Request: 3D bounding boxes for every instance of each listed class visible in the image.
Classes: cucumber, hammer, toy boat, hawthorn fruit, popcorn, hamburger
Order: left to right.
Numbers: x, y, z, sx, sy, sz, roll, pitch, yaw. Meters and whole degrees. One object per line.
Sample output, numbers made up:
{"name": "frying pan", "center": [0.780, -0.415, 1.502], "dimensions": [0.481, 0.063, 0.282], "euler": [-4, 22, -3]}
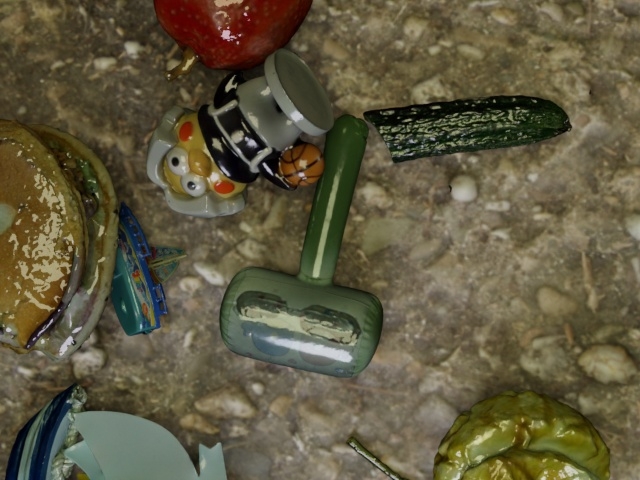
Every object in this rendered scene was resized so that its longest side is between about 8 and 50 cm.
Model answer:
{"name": "hamburger", "center": [-0.395, -0.017, 1.650], "dimensions": [0.318, 0.195, 0.276], "euler": [34, 95, 16]}
{"name": "toy boat", "center": [-0.259, 0.288, 1.690], "dimensions": [0.291, 0.067, 0.220], "euler": [-3, 69, 19]}
{"name": "toy boat", "center": [-0.224, 0.031, 1.736], "dimensions": [0.110, 0.091, 0.175], "euler": [-15, 84, -32]}
{"name": "hawthorn fruit", "center": [-0.121, -0.305, 1.677], "dimensions": [0.205, 0.205, 0.253], "euler": [34, 96, 2]}
{"name": "hammer", "center": [0.000, 0.000, 1.713], "dimensions": [0.207, 0.119, 0.335], "euler": [14, 83, 1]}
{"name": "cucumber", "center": [0.191, -0.150, 1.722], "dimensions": [0.265, 0.077, 0.077], "euler": [-9, 89, 1]}
{"name": "popcorn", "center": [0.251, 0.288, 1.663], "dimensions": [0.221, 0.184, 0.204], "euler": [-4, 102, -12]}

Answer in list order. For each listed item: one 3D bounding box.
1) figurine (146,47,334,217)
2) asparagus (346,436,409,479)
{"name": "figurine", "center": [-0.101, -0.119, 1.677], "dimensions": [0.236, 0.133, 0.176], "euler": [-30, 94, 24]}
{"name": "asparagus", "center": [0.082, 0.295, 1.745], "dimensions": [0.114, 0.015, 0.014], "euler": [37, 56, 0]}
